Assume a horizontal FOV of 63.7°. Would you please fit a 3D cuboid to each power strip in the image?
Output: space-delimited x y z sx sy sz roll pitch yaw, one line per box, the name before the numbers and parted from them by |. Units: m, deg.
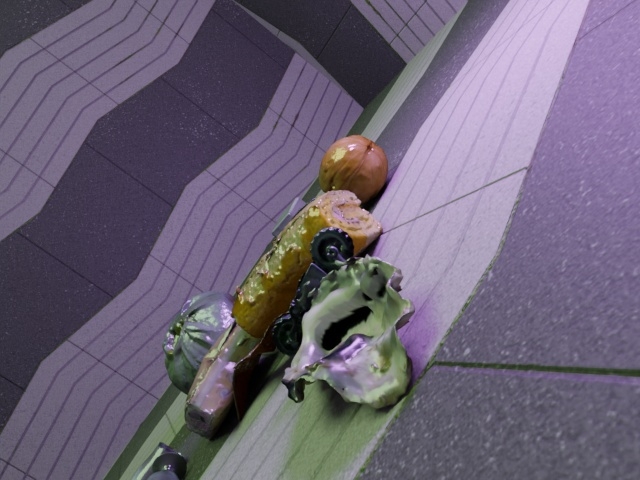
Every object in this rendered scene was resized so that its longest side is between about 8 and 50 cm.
power strip | -0.105 -0.054 2.133 0.139 0.140 0.224 -46 11 29

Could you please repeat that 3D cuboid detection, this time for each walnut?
walnut | 0.094 -0.199 1.514 0.195 0.195 0.222 -59 1 -33

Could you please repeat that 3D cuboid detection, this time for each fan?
fan | -0.009 -0.079 1.248 0.113 0.005 0.175 -46 -14 34

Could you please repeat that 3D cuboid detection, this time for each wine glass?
wine glass | -0.372 0.587 1.212 0.093 0.093 0.202 -53 7 1
wine glass | -0.462 0.654 1.370 0.222 0.103 0.103 -58 10 -25

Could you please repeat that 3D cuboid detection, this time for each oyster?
oyster | 0.035 0.152 0.797 0.351 0.114 0.238 -48 18 55

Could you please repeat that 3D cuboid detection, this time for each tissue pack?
tissue pack | -0.249 0.351 1.314 0.257 0.123 0.215 -58 -8 -36

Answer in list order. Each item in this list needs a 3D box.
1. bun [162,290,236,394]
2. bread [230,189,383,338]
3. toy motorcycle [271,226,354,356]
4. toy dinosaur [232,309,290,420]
bun | -0.380 0.326 1.674 0.362 0.211 0.362 -33 39 32
bread | -0.045 0.059 1.224 0.375 0.165 0.236 -49 -13 29
toy motorcycle | 0.017 0.114 0.976 0.106 0.159 0.270 -50 -17 -77
toy dinosaur | -0.107 0.268 1.150 0.327 0.113 0.206 -42 -17 0
